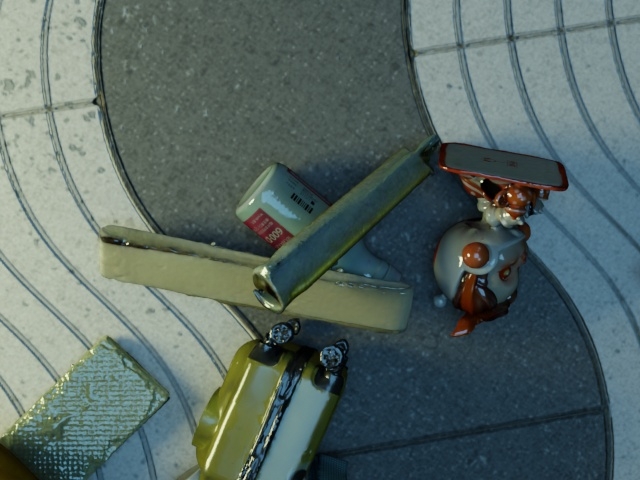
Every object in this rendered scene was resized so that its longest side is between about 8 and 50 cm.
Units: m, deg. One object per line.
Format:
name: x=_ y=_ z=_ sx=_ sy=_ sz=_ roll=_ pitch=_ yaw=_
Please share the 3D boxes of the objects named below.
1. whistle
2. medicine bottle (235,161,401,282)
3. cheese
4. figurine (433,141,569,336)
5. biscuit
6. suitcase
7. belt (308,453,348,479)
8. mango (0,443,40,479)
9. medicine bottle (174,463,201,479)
whistle: x=0.040 y=-0.028 z=1.796 sx=0.057 sy=0.068 sz=0.326 roll=44 pitch=58 yaw=9
medicine bottle: x=0.000 y=0.000 z=1.859 sx=0.217 sy=0.090 sz=0.090 roll=40 pitch=90 yaw=-10
cheese: x=-0.084 y=0.050 z=1.841 sx=0.400 sy=0.034 sz=0.085 roll=11 pitch=135 yaw=6
figurine: x=0.206 y=0.010 z=1.845 sx=0.160 sy=0.183 sz=0.226 roll=11 pitch=105 yaw=4
biscuit: x=-0.302 y=0.228 z=1.875 sx=0.121 sy=0.040 sz=0.199 roll=45 pitch=90 yaw=-3
suitcase: x=-0.062 y=0.214 z=1.816 sx=0.143 sy=0.194 sz=0.235 roll=24 pitch=91 yaw=3
belt: x=0.005 y=0.333 z=1.838 sx=0.065 sy=0.179 sz=0.100 roll=15 pitch=106 yaw=-3
mango: x=-0.372 y=0.419 z=1.745 sx=0.232 sy=0.300 sz=0.445 roll=-25 pitch=73 yaw=-29
medicine bottle: x=-0.133 y=0.356 z=1.873 sx=0.079 sy=0.079 sz=0.140 roll=-36 pitch=94 yaw=-2
